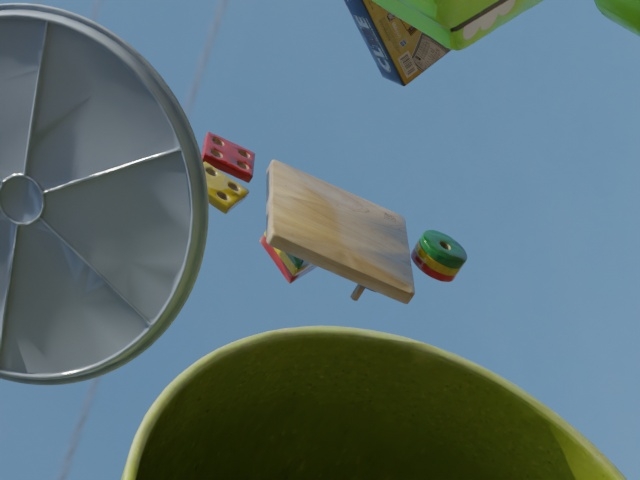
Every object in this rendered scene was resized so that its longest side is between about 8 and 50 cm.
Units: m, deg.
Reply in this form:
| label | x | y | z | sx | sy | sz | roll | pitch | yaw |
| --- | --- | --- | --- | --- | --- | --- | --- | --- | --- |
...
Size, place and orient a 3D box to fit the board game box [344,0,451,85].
| label | x | y | z | sx | sy | sz | roll | pitch | yaw |
| --- | --- | --- | --- | --- | --- | --- | --- | --- | --- |
| board game box | 0.079 | -0.285 | 1.530 | 0.165 | 0.042 | 0.243 | -37 | -58 | -14 |

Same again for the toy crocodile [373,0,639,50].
| label | x | y | z | sx | sy | sz | roll | pitch | yaw |
| --- | --- | --- | --- | --- | --- | --- | --- | --- | --- |
| toy crocodile | 0.125 | -0.152 | 0.553 | 0.340 | 0.115 | 0.105 | -28 | -36 | -35 |

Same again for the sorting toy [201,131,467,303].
| label | x | y | z | sx | sy | sz | roll | pitch | yaw |
| --- | --- | --- | --- | --- | --- | --- | --- | --- | --- |
| sorting toy | 0.000 | 0.000 | 1.444 | 0.274 | 0.132 | 0.046 | 24 | -63 | -15 |

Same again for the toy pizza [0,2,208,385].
| label | x | y | z | sx | sy | sz | roll | pitch | yaw |
| --- | --- | --- | --- | --- | --- | --- | --- | --- | --- |
| toy pizza | -0.150 | -0.024 | 0.889 | 0.032 | 0.201 | 0.201 | -33 | -53 | -70 |

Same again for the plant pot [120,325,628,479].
| label | x | y | z | sx | sy | sz | roll | pitch | yaw |
| --- | --- | --- | --- | --- | --- | --- | --- | --- | --- |
| plant pot | -0.009 | 0.238 | 0.798 | 0.274 | 0.275 | 0.293 | -7 | -40 | -38 |
